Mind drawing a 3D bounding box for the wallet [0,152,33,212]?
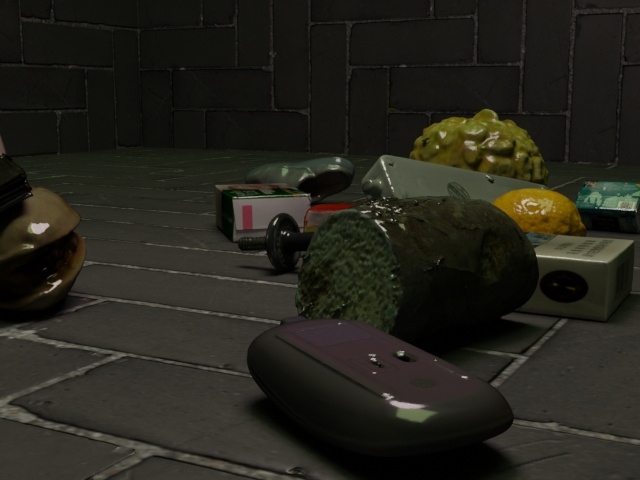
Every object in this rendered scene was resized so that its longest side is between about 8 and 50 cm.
[{"bbox_3d":[-0.470,-0.001,0.983,0.317,0.044,0.169,-30,24,-19],"label":"wallet"}]

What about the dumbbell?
[{"bbox_3d":[0.000,0.000,1.196,0.254,0.110,0.110,-1,8,29],"label":"dumbbell"}]

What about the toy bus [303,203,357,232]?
[{"bbox_3d":[0.061,-0.014,1.330,0.174,0.077,0.079,4,11,22],"label":"toy bus"}]

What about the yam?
[{"bbox_3d":[0.094,0.028,0.890,0.254,0.154,0.154,-13,15,-43],"label":"yam"}]

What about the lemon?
[{"bbox_3d":[0.286,-0.015,1.237,0.155,0.114,0.114,3,9,35],"label":"lemon"}]

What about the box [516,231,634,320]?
[{"bbox_3d":[0.228,0.032,1.081,0.256,0.069,0.164,5,11,27],"label":"box"}]

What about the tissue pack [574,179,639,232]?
[{"bbox_3d":[0.516,-0.053,1.600,0.111,0.079,0.085,4,46,33],"label":"tissue pack"}]

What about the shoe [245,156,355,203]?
[{"bbox_3d":[-0.048,-0.114,1.939,0.250,0.103,0.100,-10,49,22],"label":"shoe"}]

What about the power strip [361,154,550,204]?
[{"bbox_3d":[0.211,-0.054,1.324,0.385,0.091,0.062,6,-38,-36],"label":"power strip"}]

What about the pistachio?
[{"bbox_3d":[-0.335,0.011,1.036,0.131,0.130,0.206,-17,19,-6],"label":"pistachio"}]

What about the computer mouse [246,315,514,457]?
[{"bbox_3d":[0.035,0.108,0.657,0.120,0.057,0.232,-6,14,-32],"label":"computer mouse"}]

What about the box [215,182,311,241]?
[{"bbox_3d":[-0.102,-0.051,1.560,0.135,0.081,0.199,-2,8,-15],"label":"box"}]

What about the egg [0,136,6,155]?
[{"bbox_3d":[-0.635,-0.141,1.311,0.354,0.340,0.354,1,11,0],"label":"egg"}]

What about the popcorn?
[{"bbox_3d":[0.265,-0.109,1.612,0.236,0.251,0.206,32,31,-11],"label":"popcorn"}]
